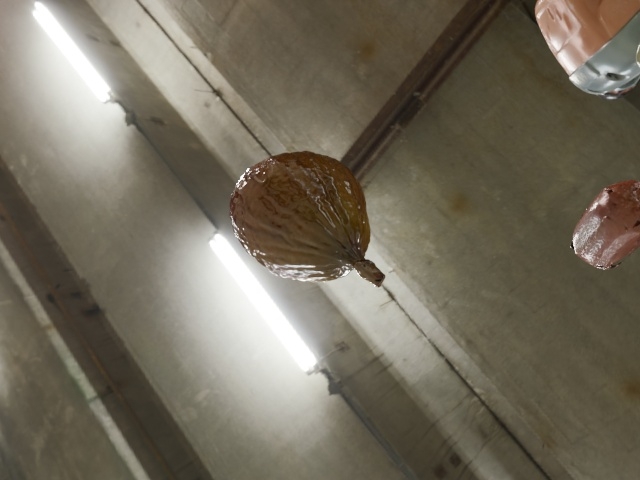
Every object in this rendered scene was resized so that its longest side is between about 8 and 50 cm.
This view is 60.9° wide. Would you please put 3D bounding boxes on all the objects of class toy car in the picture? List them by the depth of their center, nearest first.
[{"bbox_3d":[0.402,-0.324,0.675,0.270,0.180,0.212,-38,-94,4],"label":"toy car"}]

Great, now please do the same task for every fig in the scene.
[{"bbox_3d":[-0.003,0.000,0.453,0.119,0.119,0.153,-45,-117,26],"label":"fig"}]

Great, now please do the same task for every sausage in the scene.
[{"bbox_3d":[0.358,-0.017,0.669,0.076,0.141,0.076,-1,-119,2],"label":"sausage"}]

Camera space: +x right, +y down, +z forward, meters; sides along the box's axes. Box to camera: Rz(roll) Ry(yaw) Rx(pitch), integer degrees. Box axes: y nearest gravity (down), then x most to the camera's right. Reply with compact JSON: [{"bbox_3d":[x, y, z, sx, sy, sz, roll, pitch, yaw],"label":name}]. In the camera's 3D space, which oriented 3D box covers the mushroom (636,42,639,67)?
[{"bbox_3d":[0.293,-0.159,0.314,0.202,0.246,0.246,-36,-106,-4],"label":"mushroom"}]
